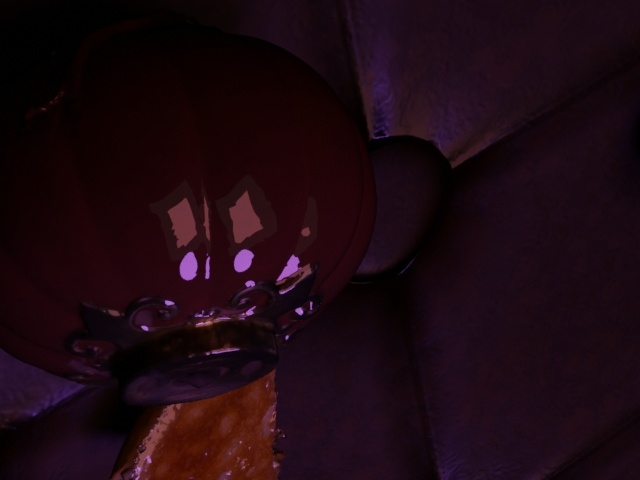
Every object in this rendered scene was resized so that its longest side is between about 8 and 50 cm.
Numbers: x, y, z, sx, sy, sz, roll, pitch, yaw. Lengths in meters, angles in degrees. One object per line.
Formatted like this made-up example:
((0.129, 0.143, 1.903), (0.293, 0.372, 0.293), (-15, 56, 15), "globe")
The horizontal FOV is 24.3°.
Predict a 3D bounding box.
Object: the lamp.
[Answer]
((-0.111, -0.021, 1.041), (0.303, 0.257, 0.303), (-15, 162, -5), "lamp")

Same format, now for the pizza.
((-0.098, 0.172, 1.325), (0.201, 0.053, 0.193), (-44, 135, -24), "pizza")
